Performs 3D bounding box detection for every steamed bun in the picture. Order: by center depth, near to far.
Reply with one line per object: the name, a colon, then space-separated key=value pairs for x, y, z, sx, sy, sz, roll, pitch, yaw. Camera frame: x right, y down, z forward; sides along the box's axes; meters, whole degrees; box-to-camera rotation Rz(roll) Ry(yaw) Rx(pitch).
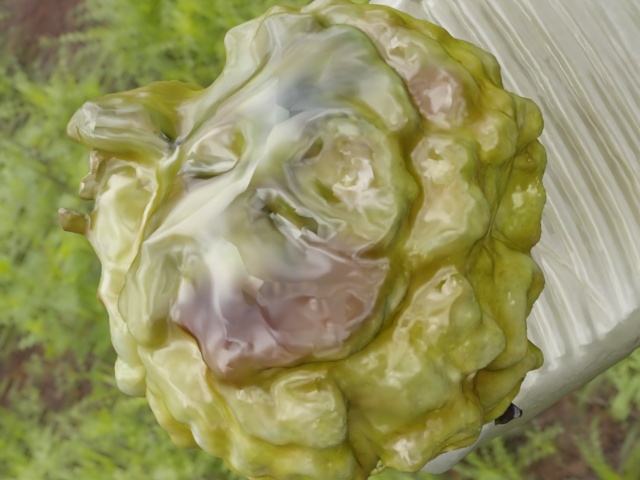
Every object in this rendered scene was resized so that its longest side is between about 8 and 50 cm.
steamed bun: x=0.134 y=-0.060 z=0.996 sx=0.383 sy=0.247 sz=0.236 roll=-47 pitch=-6 yaw=13

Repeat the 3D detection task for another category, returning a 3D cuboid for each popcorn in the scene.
popcorn: x=-0.001 y=0.002 z=0.738 sx=0.189 sy=0.169 sz=0.218 roll=-1 pitch=64 yaw=26
